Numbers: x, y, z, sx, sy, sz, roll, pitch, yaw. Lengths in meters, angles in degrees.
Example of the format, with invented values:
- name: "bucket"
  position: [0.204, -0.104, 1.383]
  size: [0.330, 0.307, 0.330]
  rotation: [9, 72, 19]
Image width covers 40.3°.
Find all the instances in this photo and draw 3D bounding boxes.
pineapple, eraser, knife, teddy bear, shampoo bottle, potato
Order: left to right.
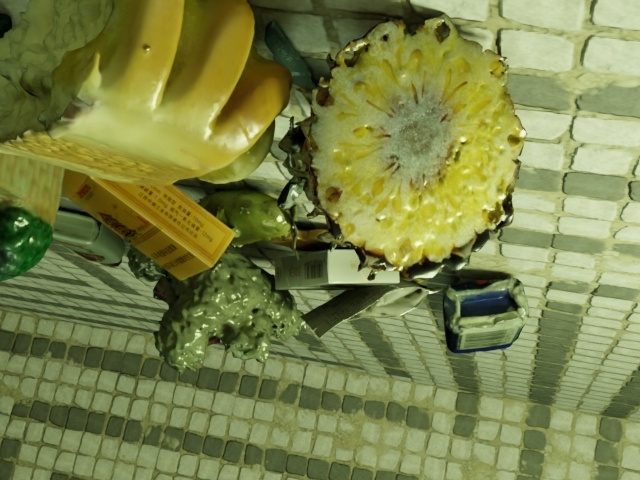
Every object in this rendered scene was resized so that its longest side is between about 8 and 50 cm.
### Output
- name: "shampoo bottle"
  position: [-0.505, 0.009, 1.932]
  size: [0.153, 0.071, 0.284]
  rotation: [11, 163, 11]
- name: "teddy bear"
  position: [-0.182, 0.128, 1.765]
  size: [0.367, 0.224, 0.357]
  rotation: [36, -165, -45]
- name: "potato"
  position: [-0.133, -0.038, 1.460]
  size: [0.117, 0.090, 0.225]
  rotation: [24, 161, -39]
- name: "knife"
  position: [-0.023, -0.189, 0.991]
  size: [0.028, 0.015, 0.210]
  rotation: [12, 165, 25]
- name: "pineapple"
  position: [0.049, -0.094, 0.945]
  size: [0.262, 0.263, 0.271]
  rotation: [19, 178, -23]
- name: "eraser"
  position: [0.323, 0.155, 1.731]
  size: [0.154, 0.102, 0.332]
  rotation: [-6, 165, 6]

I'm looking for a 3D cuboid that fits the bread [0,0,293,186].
- name: "bread"
  position: [-0.171, -0.167, 0.856]
  size: [0.270, 0.212, 0.315]
  rotation: [14, 174, -36]

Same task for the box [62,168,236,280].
- name: "box"
  position: [-0.288, -0.051, 1.405]
  size: [0.274, 0.076, 0.174]
  rotation: [38, 155, -15]

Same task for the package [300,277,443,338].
- name: "package"
  position: [0.091, 0.115, 1.692]
  size: [0.250, 0.062, 0.204]
  rotation: [-18, -174, -9]

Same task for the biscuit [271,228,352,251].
- name: "biscuit"
  position: [-0.005, -0.002, 1.599]
  size: [0.133, 0.027, 0.184]
  rotation: [16, 166, -35]

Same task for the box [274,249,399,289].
- name: "box"
  position: [0.025, 0.057, 1.641]
  size: [0.149, 0.067, 0.233]
  rotation: [4, 172, -26]

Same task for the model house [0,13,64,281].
- name: "model house"
  position: [-0.543, -0.127, 1.045]
  size: [0.381, 0.335, 0.343]
  rotation: [0, 165, 6]
